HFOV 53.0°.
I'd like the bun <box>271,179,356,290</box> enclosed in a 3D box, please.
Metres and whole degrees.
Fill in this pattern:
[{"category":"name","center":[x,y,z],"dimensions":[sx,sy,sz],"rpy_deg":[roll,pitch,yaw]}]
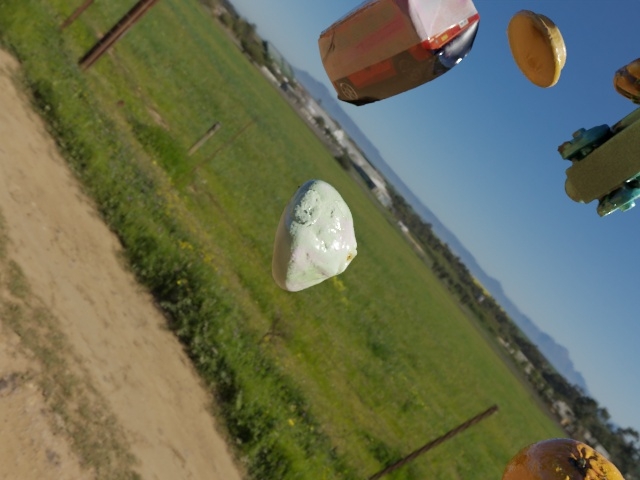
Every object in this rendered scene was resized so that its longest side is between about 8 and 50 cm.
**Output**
[{"category":"bun","center":[0.000,0.000,1.614],"dimensions":[0.187,0.294,0.293],"rpy_deg":[16,2,11]}]

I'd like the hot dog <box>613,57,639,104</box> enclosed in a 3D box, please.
[{"category":"hot dog","center":[0.781,-0.312,1.388],"dimensions":[0.337,0.101,0.135],"rpy_deg":[13,-1,-8]}]

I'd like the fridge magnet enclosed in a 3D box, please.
[{"category":"fridge magnet","center":[0.378,-0.337,1.125],"dimensions":[0.143,0.063,0.143],"rpy_deg":[62,-4,8]}]

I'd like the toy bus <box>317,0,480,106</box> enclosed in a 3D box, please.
[{"category":"toy bus","center":[0.111,-0.316,1.020],"dimensions":[0.147,0.127,0.302],"rpy_deg":[57,-22,-18]}]

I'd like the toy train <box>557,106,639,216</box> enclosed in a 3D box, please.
[{"category":"toy train","center":[0.432,-0.138,0.774],"dimensions":[0.120,0.194,0.298],"rpy_deg":[61,-26,9]}]

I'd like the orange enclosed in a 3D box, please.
[{"category":"orange","center":[0.371,0.392,0.969],"dimensions":[0.193,0.161,0.193],"rpy_deg":[8,43,-8]}]
